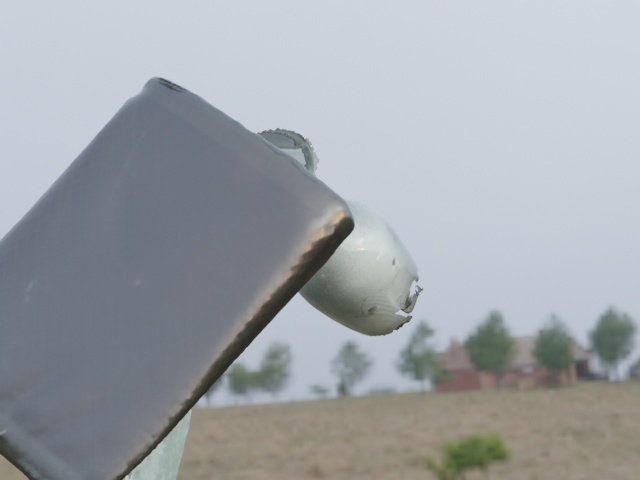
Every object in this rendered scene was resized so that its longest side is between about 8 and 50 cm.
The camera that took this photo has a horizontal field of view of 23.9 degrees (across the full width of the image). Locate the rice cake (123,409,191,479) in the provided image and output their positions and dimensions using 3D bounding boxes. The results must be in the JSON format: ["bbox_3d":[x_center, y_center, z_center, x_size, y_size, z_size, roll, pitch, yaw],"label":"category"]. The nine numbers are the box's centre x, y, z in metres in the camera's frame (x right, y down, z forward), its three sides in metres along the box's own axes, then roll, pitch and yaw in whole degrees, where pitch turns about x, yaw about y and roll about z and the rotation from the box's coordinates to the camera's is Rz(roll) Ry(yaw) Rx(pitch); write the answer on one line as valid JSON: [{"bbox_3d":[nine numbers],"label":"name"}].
[{"bbox_3d":[-0.172,0.261,1.276,0.063,0.336,0.066,-4,-29,36],"label":"rice cake"}]

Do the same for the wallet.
[{"bbox_3d":[-0.115,0.028,0.903,0.169,0.245,0.052,36,-17,20],"label":"wallet"}]

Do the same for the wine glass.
[{"bbox_3d":[0.000,0.000,1.675,0.143,0.143,0.321,-7,-27,25],"label":"wine glass"}]
